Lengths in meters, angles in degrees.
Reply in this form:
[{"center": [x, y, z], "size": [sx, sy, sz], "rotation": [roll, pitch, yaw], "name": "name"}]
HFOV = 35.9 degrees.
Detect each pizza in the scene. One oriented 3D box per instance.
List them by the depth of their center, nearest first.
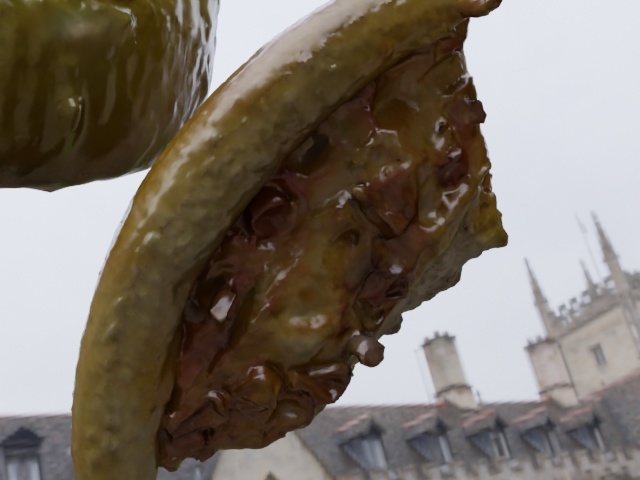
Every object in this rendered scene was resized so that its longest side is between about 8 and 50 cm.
[{"center": [-0.007, -0.001, 0.392], "size": [0.271, 0.056, 0.134], "rotation": [-45, -70, -3], "name": "pizza"}]

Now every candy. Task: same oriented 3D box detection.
[{"center": [-0.177, -0.105, 0.470], "size": [0.260, 0.260, 0.118], "rotation": [-2, -65, -26], "name": "candy"}]
